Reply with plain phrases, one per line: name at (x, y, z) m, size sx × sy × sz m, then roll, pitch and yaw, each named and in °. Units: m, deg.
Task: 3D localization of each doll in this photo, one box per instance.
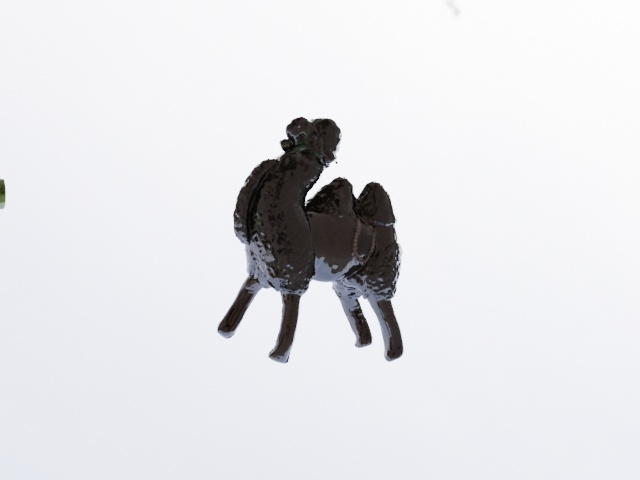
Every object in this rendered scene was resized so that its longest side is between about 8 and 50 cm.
doll at (0.000, 0.000, 0.873) m, size 0.139 × 0.057 × 0.165 m, roll 1°, pitch -76°, yaw -33°

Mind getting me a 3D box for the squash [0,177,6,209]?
squash at (-0.300, -0.038, 1.069) m, size 0.083 × 0.027 × 0.027 m, roll -2°, pitch -118°, yaw -23°
